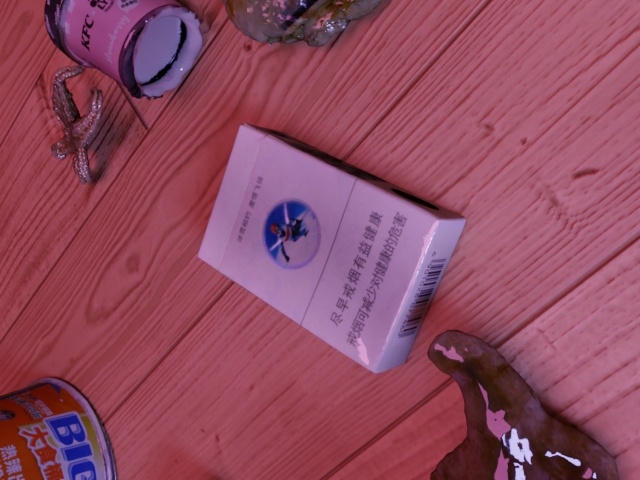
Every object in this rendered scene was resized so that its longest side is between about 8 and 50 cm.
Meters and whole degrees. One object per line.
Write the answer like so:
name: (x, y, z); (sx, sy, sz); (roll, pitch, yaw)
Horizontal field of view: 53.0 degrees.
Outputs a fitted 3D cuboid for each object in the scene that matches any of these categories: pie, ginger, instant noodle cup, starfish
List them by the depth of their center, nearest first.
ginger: (0.163, 0.248, 0.556); (0.166, 0.080, 0.333); (6, 93, 16)
pie: (-0.013, -0.310, 0.663); (0.248, 0.090, 0.201); (-42, 71, 31)
starfish: (-0.350, -0.155, 0.889); (0.210, 0.053, 0.150); (-21, 83, 56)
instant noodle cup: (-0.465, 0.352, 0.906); (0.296, 0.214, 0.296); (0, 89, 34)

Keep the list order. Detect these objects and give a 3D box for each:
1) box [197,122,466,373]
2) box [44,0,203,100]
box: (0.000, 0.000, 0.669); (0.256, 0.069, 0.164); (29, 107, 30)
box: (-0.231, -0.257, 0.785); (0.135, 0.151, 0.151); (40, 112, 17)
